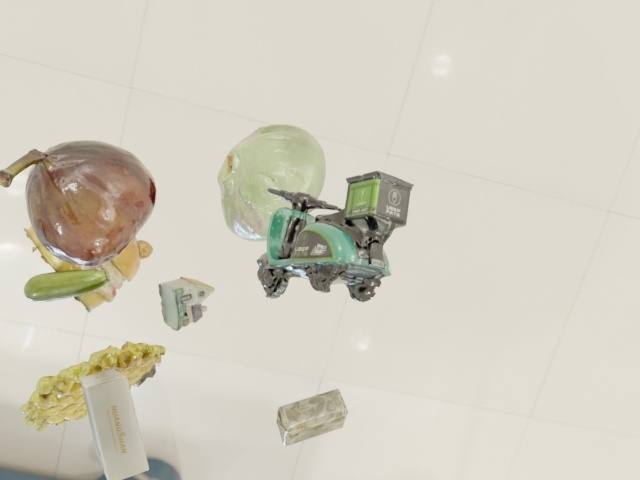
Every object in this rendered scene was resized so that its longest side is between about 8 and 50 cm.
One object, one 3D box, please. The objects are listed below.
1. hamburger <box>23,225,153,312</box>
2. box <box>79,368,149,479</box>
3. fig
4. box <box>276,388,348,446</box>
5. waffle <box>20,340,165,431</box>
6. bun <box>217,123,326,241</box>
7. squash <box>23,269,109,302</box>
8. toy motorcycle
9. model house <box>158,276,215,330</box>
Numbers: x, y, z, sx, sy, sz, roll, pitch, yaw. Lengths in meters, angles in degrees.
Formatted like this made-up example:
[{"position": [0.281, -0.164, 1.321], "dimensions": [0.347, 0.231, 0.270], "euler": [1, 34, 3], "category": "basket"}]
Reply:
[{"position": [-0.568, 0.013, 1.652], "dimensions": [0.237, 0.276, 0.276], "euler": [-37, 108, -14], "category": "hamburger"}, {"position": [-0.342, 0.293, 1.079], "dimensions": [0.067, 0.233, 0.149], "euler": [-16, 89, -24], "category": "box"}, {"position": [-0.384, -0.087, 1.032], "dimensions": [0.204, 0.186, 0.249], "euler": [-47, 134, -13], "category": "fig"}, {"position": [-0.013, 0.251, 0.938], "dimensions": [0.098, 0.045, 0.062], "euler": [-14, 146, -15], "category": "box"}, {"position": [-0.489, 0.315, 1.430], "dimensions": [0.307, 0.312, 0.060], "euler": [-16, 67, -36], "category": "waffle"}, {"position": [-0.135, -0.149, 1.487], "dimensions": [0.293, 0.293, 0.187], "euler": [-46, 127, 6], "category": "bun"}, {"position": [-0.568, 0.097, 1.479], "dimensions": [0.201, 0.066, 0.066], "euler": [-11, 108, 6], "category": "squash"}, {"position": [0.000, 0.000, 0.549], "dimensions": [0.058, 0.173, 0.100], "euler": [17, 77, -33], "category": "toy motorcycle"}, {"position": [-0.286, 0.135, 1.440], "dimensions": [0.100, 0.088, 0.100], "euler": [-14, 107, -37], "category": "model house"}]
